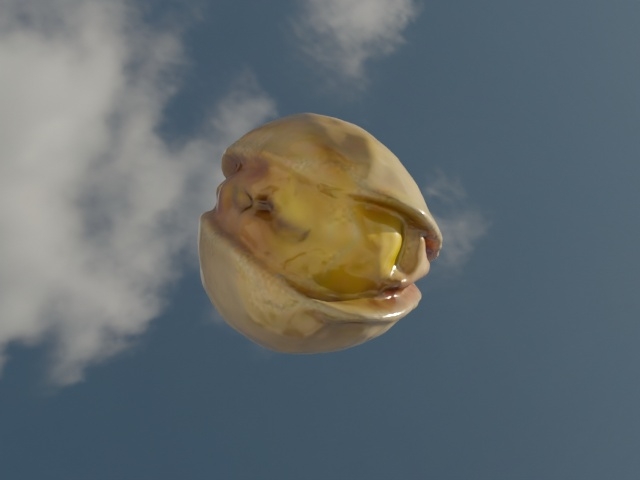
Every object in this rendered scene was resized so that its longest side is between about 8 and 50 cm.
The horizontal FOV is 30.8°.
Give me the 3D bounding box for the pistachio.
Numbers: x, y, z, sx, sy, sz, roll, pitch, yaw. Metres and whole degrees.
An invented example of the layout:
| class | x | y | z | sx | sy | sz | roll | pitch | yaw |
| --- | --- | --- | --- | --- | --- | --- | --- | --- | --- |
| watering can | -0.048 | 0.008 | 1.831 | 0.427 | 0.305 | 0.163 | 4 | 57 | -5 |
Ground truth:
| class | x | y | z | sx | sy | sz | roll | pitch | yaw |
| --- | --- | --- | --- | --- | --- | --- | --- | --- | --- |
| pistachio | 0.000 | 0.000 | 1.067 | 0.230 | 0.309 | 0.229 | 0 | -89 | -10 |
